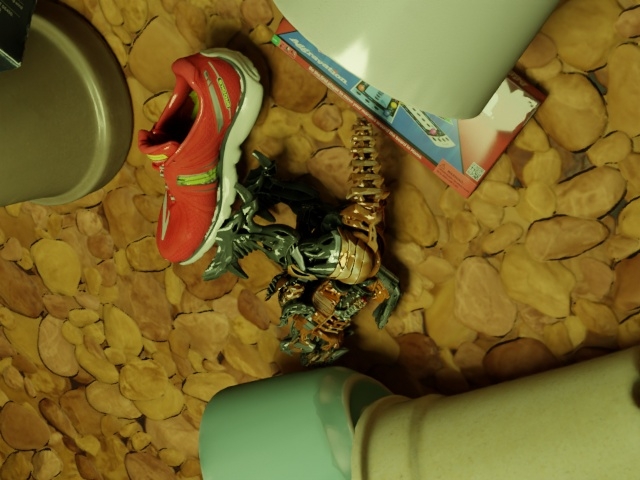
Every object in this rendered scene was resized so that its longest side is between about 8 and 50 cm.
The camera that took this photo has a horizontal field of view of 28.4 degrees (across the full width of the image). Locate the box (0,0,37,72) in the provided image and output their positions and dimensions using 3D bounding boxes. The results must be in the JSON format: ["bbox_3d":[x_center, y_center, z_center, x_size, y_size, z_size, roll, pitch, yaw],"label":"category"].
[{"bbox_3d":[-0.474,-0.331,1.401,0.343,0.312,0.179,-9,148,31],"label":"box"}]

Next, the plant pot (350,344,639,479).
[{"bbox_3d":[0.251,0.267,1.333,0.305,0.334,0.334,-27,99,25],"label":"plant pot"}]

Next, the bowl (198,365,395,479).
[{"bbox_3d":[0.022,0.271,1.466,0.163,0.311,0.311,-33,95,23],"label":"bowl"}]

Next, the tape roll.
[{"bbox_3d":[0.095,-0.250,1.171,0.246,0.246,0.169,38,116,8],"label":"tape roll"}]

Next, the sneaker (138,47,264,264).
[{"bbox_3d":[-0.162,-0.098,1.468,0.107,0.118,0.279,43,126,41],"label":"sneaker"}]

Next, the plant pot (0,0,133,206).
[{"bbox_3d":[-0.396,-0.137,1.525,0.263,0.229,0.263,13,120,24],"label":"plant pot"}]

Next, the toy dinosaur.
[{"bbox_3d":[0.000,0.000,1.452,0.218,0.164,0.322,20,104,2],"label":"toy dinosaur"}]

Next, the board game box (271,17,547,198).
[{"bbox_3d":[0.089,-0.185,1.356,0.281,0.027,0.145,39,125,7],"label":"board game box"}]
